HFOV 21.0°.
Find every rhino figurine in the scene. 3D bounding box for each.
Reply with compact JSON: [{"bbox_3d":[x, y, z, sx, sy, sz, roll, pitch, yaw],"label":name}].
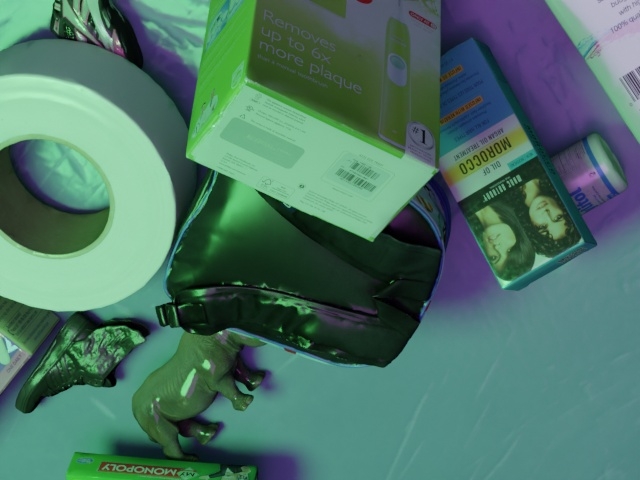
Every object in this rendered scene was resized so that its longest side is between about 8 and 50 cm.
[{"bbox_3d":[-0.117,0.142,1.926,0.106,0.073,0.243,38,108,-8],"label":"rhino figurine"}]

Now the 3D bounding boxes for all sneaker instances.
[{"bbox_3d":[-0.272,0.148,1.961,0.089,0.051,0.170,35,106,1],"label":"sneaker"},{"bbox_3d":[-0.257,-0.247,1.820,0.077,0.072,0.178,-15,104,14],"label":"sneaker"}]

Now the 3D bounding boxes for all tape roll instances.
[{"bbox_3d":[-0.280,-0.067,1.839,0.286,0.100,0.286,5,121,8],"label":"tape roll"}]

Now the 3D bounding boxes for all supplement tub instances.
[{"bbox_3d":[0.261,-0.059,1.806,0.107,0.071,0.071,-32,101,17],"label":"supplement tub"}]

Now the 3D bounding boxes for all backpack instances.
[{"bbox_3d":[0.000,0.000,1.792,0.263,0.213,0.276,28,119,4],"label":"backpack"}]

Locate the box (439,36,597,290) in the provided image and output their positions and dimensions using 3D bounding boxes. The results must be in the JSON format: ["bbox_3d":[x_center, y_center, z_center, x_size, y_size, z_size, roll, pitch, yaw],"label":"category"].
[{"bbox_3d":[0.178,-0.077,1.768,0.100,0.060,0.244,-31,76,17],"label":"box"}]

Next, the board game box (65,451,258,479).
[{"bbox_3d":[-0.174,0.391,1.995,0.214,0.046,0.317,3,121,7],"label":"board game box"}]

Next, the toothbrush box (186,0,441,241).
[{"bbox_3d":[0.000,-0.169,1.652,0.206,0.283,0.122,25,132,-19],"label":"toothbrush box"}]

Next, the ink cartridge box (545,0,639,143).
[{"bbox_3d":[0.344,-0.248,1.707,0.201,0.117,0.278,-32,101,17],"label":"ink cartridge box"}]

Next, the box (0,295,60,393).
[{"bbox_3d":[-0.461,0.108,1.941,0.243,0.117,0.213,39,109,-5],"label":"box"}]
